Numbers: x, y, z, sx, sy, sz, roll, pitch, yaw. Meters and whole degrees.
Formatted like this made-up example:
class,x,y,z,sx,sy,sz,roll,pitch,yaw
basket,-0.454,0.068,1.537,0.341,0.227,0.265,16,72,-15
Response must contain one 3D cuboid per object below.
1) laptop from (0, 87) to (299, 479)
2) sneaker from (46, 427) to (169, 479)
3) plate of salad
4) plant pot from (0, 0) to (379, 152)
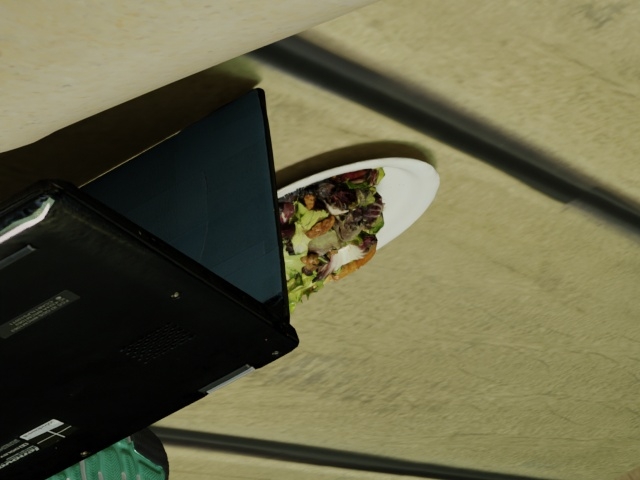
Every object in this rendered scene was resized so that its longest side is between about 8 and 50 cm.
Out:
class,x,y,z,sx,sy,sz,roll,pitch,yaw
laptop,-0.233,0.031,1.057,0.382,0.236,0.408,-29,155,12
sneaker,-0.234,0.192,1.670,0.098,0.083,0.224,-14,165,41
plate of salad,0.000,0.000,1.454,0.200,0.048,0.200,-19,159,-8
plant pot,-0.071,-0.180,0.630,0.334,0.334,0.305,0,161,-46
